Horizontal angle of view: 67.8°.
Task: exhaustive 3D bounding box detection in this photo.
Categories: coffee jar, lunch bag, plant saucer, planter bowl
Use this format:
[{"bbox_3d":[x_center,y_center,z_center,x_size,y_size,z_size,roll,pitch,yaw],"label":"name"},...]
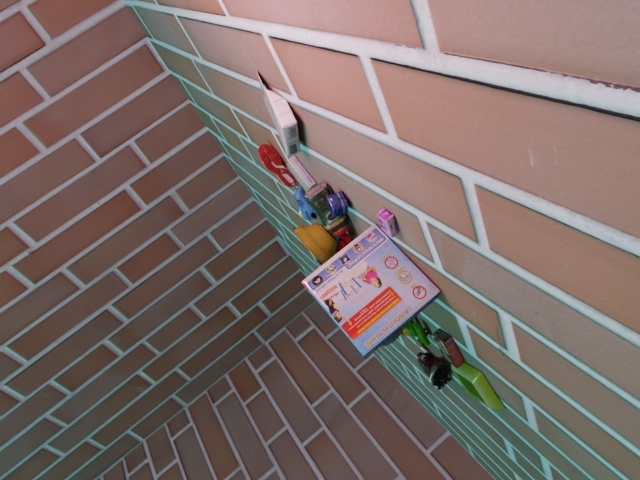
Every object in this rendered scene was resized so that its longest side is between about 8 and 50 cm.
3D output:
[{"bbox_3d":[0.025,-0.114,1.738,0.184,0.096,0.079,58,176,-27],"label":"coffee jar"},{"bbox_3d":[0.061,-0.127,1.627,0.098,0.065,0.067,89,158,-75],"label":"lunch bag"},{"bbox_3d":[0.563,0.528,1.747,0.188,0.045,0.188,55,170,-16],"label":"plant saucer"},{"bbox_3d":[0.000,0.000,1.820,0.217,0.090,0.217,45,-173,-7],"label":"planter bowl"}]

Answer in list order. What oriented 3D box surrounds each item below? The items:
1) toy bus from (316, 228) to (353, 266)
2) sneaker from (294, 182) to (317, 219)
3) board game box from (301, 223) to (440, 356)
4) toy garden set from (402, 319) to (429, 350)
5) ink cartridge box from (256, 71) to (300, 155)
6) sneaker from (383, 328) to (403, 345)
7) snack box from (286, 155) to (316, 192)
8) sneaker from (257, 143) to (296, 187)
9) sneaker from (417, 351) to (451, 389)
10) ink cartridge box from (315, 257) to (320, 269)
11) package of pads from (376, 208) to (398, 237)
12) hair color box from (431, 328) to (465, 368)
[{"bbox_3d":[0.098,0.054,1.946,0.220,0.150,0.211,47,153,15],"label":"toy bus"},{"bbox_3d":[-0.057,-0.168,2.055,0.082,0.069,0.209,12,143,20],"label":"sneaker"},{"bbox_3d":[0.156,0.154,1.495,0.302,0.308,0.086,49,171,21],"label":"board game box"},{"bbox_3d":[0.379,0.358,1.977,0.244,0.049,0.203,36,160,54],"label":"toy garden set"},{"bbox_3d":[-0.134,-0.421,1.562,0.189,0.066,0.232,84,168,-72],"label":"ink cartridge box"},{"bbox_3d":[0.263,0.295,1.914,0.163,0.086,0.226,41,121,44],"label":"sneaker"},{"bbox_3d":[-0.077,-0.257,1.860,0.141,0.037,0.100,51,169,2],"label":"snack box"},{"bbox_3d":[-0.198,-0.313,2.071,0.221,0.087,0.128,54,169,-6],"label":"sneaker"},{"bbox_3d":[0.468,0.536,2.043,0.162,0.106,0.281,49,171,34],"label":"sneaker"},{"bbox_3d":[0.023,0.165,2.408,0.324,0.072,0.329,92,169,-74],"label":"ink cartridge box"},{"bbox_3d":[0.195,-0.051,1.384,0.050,0.032,0.083,41,166,41],"label":"package of pads"},{"bbox_3d":[0.462,0.390,1.718,0.141,0.043,0.072,57,170,-26],"label":"hair color box"}]
